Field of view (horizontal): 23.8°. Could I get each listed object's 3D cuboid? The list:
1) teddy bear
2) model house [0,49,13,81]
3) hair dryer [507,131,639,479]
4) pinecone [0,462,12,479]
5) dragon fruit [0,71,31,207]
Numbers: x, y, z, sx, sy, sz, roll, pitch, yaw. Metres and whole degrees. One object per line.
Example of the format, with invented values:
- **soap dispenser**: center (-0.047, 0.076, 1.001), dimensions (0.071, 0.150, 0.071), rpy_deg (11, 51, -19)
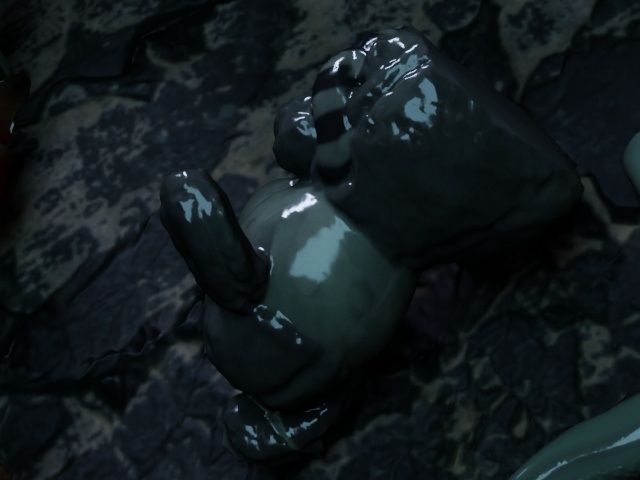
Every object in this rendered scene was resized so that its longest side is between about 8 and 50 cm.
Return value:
- **teddy bear**: center (0.004, -0.016, 0.814), dimensions (0.251, 0.171, 0.144), rpy_deg (-37, 37, 4)
- **model house**: center (-0.290, -0.315, 1.032), dimensions (0.358, 0.242, 0.312), rpy_deg (19, 68, 28)
- **hair dryer**: center (0.154, 0.048, 0.785), dimensions (0.267, 0.092, 0.229), rpy_deg (-18, 51, 20)
- **pinecone**: center (-0.272, 0.169, 0.777), dimensions (0.224, 0.224, 0.272), rpy_deg (17, 90, 26)
- **dragon fruit**: center (-0.254, -0.055, 0.946), dimensions (0.130, 0.121, 0.142), rpy_deg (32, 50, -12)
